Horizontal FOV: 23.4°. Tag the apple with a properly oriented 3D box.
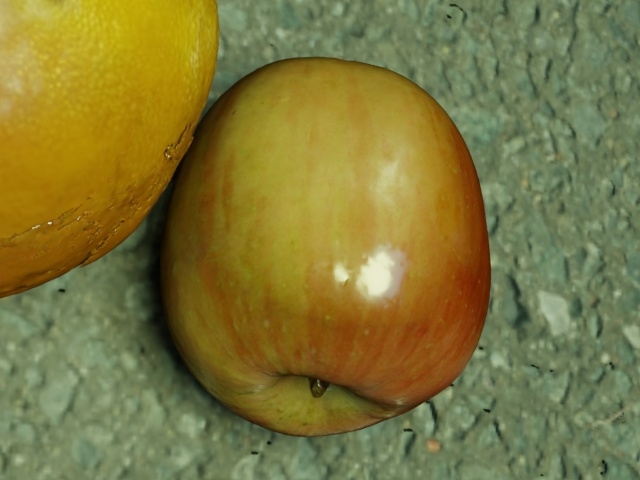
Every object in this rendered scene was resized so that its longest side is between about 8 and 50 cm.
[{"bbox_3d":[0.000,0.000,0.801,0.199,0.199,0.199,3,83,-28],"label":"apple"}]

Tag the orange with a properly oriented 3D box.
[{"bbox_3d":[-0.165,-0.092,0.697,0.240,0.240,0.240,3,83,-28],"label":"orange"}]
